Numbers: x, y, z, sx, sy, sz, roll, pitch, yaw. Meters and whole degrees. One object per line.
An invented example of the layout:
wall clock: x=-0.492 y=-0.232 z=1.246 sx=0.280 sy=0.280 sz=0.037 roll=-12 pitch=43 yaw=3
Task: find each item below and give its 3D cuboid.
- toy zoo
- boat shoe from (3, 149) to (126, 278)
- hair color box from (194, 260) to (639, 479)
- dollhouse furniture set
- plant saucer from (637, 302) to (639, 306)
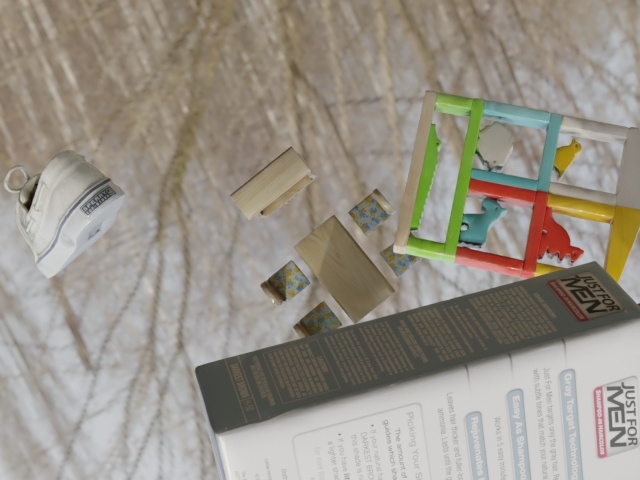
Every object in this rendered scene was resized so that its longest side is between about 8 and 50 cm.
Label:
toy zoo: x=0.242 y=-0.051 z=1.535 sx=0.293 sy=0.192 sz=0.030 roll=12 pitch=165 yaw=5
boat shoe: x=-0.400 y=-0.055 z=2.059 sx=0.136 sy=0.156 sz=0.367 roll=-41 pitch=-179 yaw=-19
hair color box: x=0.096 y=0.164 z=1.198 sx=0.374 sy=0.185 sz=0.113 roll=-14 pitch=-152 yaw=-8
dollhouse furniture set: x=0.000 y=0.000 z=1.906 sx=0.212 sy=0.242 sz=0.161 roll=-39 pitch=178 yaw=4
plant saucer: x=0.325 y=0.119 z=1.349 sx=0.168 sy=0.168 sz=0.029 roll=-26 pitch=-144 yaw=-7
